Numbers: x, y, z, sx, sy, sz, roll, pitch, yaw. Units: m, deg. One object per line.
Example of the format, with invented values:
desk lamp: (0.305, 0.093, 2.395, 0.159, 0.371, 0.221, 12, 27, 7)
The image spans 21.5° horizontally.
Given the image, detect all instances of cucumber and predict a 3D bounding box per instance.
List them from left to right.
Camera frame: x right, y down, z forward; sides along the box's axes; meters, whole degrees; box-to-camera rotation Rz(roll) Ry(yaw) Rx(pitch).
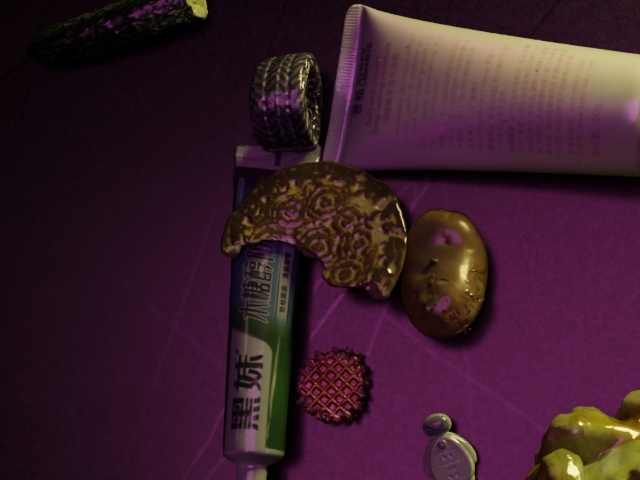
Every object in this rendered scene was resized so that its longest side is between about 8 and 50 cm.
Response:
cucumber: (-0.230, -0.240, 1.870, 0.215, 0.052, 0.058, -17, 56, 10)

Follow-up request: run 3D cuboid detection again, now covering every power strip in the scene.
power strip: (0.129, 0.215, 1.713, 0.055, 0.035, 0.083, -20, 89, 9)

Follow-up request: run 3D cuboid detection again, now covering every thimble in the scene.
thimble: (-0.036, -0.149, 1.782, 0.066, 0.095, 0.104, -2, 68, 13)

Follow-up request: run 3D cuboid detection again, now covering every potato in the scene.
potato: (0.127, 0.036, 1.722, 0.092, 0.070, 0.138, -7, 64, 27)

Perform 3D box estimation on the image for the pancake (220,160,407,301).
pancake: (0.000, 0.000, 1.739, 0.184, 0.020, 0.190, -33, 64, -6)

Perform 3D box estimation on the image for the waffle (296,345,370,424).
waffle: (0.013, 0.150, 1.749, 0.075, 0.029, 0.083, 1, 76, 10)

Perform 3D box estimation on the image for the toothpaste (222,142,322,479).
toothpaste: (-0.058, 0.081, 1.760, 0.099, 0.061, 0.392, 0, 75, 13)

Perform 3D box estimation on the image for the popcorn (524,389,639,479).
popcorn: (0.322, 0.299, 1.519, 0.335, 0.279, 0.274, 52, 135, 33)

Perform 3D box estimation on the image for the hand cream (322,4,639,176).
hand cream: (0.180, -0.140, 1.736, 0.359, 0.118, 0.185, 8, 87, 22)
